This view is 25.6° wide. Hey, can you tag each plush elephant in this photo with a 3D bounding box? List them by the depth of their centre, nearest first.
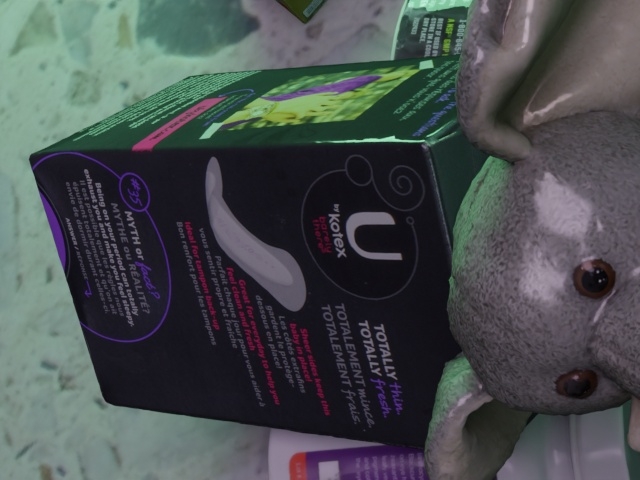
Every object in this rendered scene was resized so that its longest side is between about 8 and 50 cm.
[{"bbox_3d":[0.167,0.009,0.536,0.255,0.272,0.330,-21,36,-17],"label":"plush elephant"}]

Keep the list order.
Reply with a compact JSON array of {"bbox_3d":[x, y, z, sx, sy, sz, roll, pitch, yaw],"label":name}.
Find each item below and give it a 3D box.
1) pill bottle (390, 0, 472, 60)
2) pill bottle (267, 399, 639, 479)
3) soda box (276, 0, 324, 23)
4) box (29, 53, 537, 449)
[{"bbox_3d":[0.172,-0.086,0.791,0.245,0.130,0.130,7,77,24],"label":"pill bottle"},{"bbox_3d":[0.078,0.123,0.778,0.193,0.108,0.108,-8,71,20],"label":"pill bottle"},{"bbox_3d":[0.019,-0.239,0.940,0.061,0.058,0.181,42,92,27],"label":"soda box"},{"bbox_3d":[0.000,0.000,0.758,0.270,0.143,0.165,2,115,39],"label":"box"}]
